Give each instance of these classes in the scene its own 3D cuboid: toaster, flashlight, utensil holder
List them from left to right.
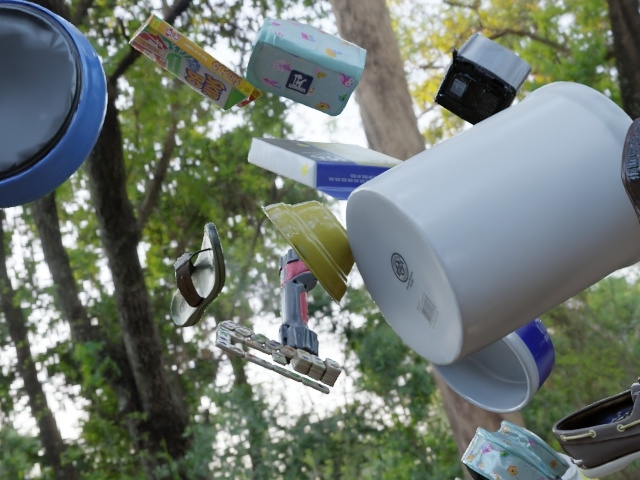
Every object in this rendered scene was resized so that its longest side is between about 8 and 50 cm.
[{"bbox_3d":[-0.044,0.154,1.961,0.103,0.304,0.103,-15,-45,9],"label":"flashlight"},{"bbox_3d":[0.363,-0.356,1.908,0.110,0.168,0.185,-52,-10,-31],"label":"toaster"},{"bbox_3d":[0.277,-0.028,1.329,0.386,0.327,0.327,-26,-20,-19],"label":"utensil holder"}]

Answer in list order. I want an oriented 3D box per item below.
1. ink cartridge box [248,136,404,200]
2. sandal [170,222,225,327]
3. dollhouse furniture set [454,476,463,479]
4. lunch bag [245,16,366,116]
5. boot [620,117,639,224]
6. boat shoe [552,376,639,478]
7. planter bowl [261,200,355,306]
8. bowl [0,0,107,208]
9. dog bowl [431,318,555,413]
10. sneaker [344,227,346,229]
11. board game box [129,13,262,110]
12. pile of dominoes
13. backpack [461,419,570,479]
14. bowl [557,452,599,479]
[{"bbox_3d":[0.058,-0.148,1.762,0.304,0.307,0.072,0,-74,-40],"label":"ink cartridge box"},{"bbox_3d":[-0.272,0.087,1.784,0.086,0.120,0.302,3,-42,-30],"label":"sandal"},{"bbox_3d":[0.310,0.624,1.762,0.242,0.212,0.161,30,0,-19],"label":"dollhouse furniture set"},{"bbox_3d":[-0.033,-0.356,1.712,0.223,0.160,0.262,21,7,-8],"label":"lunch bag"},{"bbox_3d":[0.456,-0.057,1.155,0.082,0.219,0.106,-7,-29,17],"label":"boot"},{"bbox_3d":[0.513,0.266,1.323,0.324,0.096,0.116,-40,4,37],"label":"boat shoe"},{"bbox_3d":[0.000,0.000,1.438,0.090,0.217,0.217,-39,-25,-1],"label":"planter bowl"},{"bbox_3d":[-0.575,-0.249,1.489,0.391,0.391,0.077,-18,-18,1],"label":"bowl"},{"bbox_3d":[0.352,0.228,1.781,0.104,0.265,0.265,-39,-10,-34],"label":"dog bowl"},{"bbox_3d":[0.049,0.034,2.290,0.070,0.084,0.185,-31,-32,-20],"label":"sneaker"},{"bbox_3d":[-0.244,-0.339,1.668,0.259,0.039,0.124,31,-19,-22],"label":"board game box"},{"bbox_3d":[-0.082,0.207,1.634,0.251,0.040,0.196,25,7,-11],"label":"pile of dominoes"},{"bbox_3d":[0.362,0.423,1.587,0.188,0.166,0.144,32,-93,-41],"label":"backpack"},{"bbox_3d":[0.542,0.592,1.981,0.290,0.289,0.156,-13,-67,-12],"label":"bowl"}]
